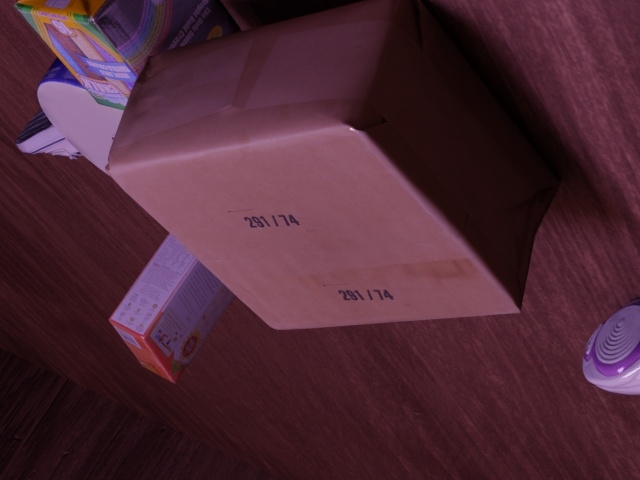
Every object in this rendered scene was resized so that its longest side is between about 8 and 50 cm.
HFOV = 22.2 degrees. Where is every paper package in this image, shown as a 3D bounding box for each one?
[{"bbox_3d":[0.015,-0.062,1.588,0.325,0.168,0.309,-8,139,39],"label":"paper package"}]

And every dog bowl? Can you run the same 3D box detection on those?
[{"bbox_3d":[-0.205,-0.147,1.961,0.265,0.104,0.265,30,161,11],"label":"dog bowl"}]

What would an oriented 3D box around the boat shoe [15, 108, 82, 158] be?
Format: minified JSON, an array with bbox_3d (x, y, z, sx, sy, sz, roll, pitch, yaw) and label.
[{"bbox_3d":[-0.350,-0.143,2.243,0.076,0.083,0.226,42,159,-21],"label":"boat shoe"}]

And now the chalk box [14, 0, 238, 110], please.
[{"bbox_3d":[-0.188,-0.216,1.713,0.132,0.132,0.213,17,154,40],"label":"chalk box"}]

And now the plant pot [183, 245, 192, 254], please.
[{"bbox_3d":[-0.121,-0.040,2.104,0.096,0.109,0.109,14,156,18],"label":"plant pot"}]

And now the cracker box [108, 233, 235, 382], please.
[{"bbox_3d":[-0.181,0.061,2.240,0.067,0.232,0.156,26,160,24],"label":"cracker box"}]

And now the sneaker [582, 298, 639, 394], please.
[{"bbox_3d":[0.388,0.139,1.676,0.152,0.114,0.305,42,160,-22],"label":"sneaker"}]
